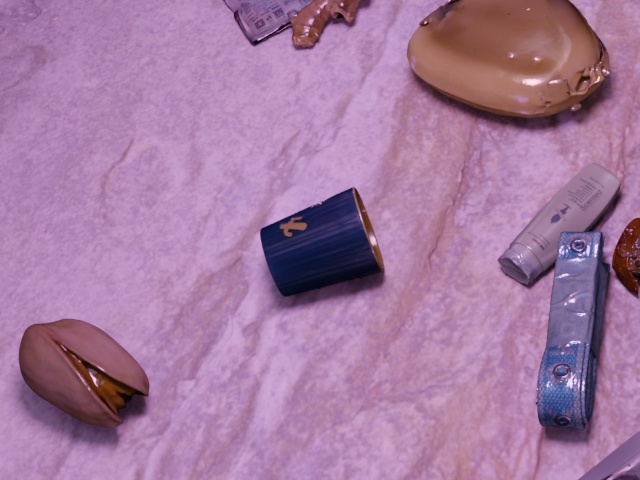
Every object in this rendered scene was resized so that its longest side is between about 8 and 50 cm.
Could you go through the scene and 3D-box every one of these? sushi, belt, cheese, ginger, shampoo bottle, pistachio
[{"bbox_3d":[0.448,0.016,1.730,0.055,0.052,0.120,10,54,40],"label":"sushi"},{"bbox_3d":[0.340,0.114,1.664,0.072,0.087,0.302,-1,53,24],"label":"belt"},{"bbox_3d":[0.316,-0.302,1.967,0.259,0.128,0.316,-48,50,-11],"label":"cheese"},{"bbox_3d":[0.064,-0.433,2.167,0.288,0.075,0.089,-34,49,-7],"label":"ginger"},{"bbox_3d":[0.347,-0.025,1.788,0.072,0.049,0.212,38,71,24],"label":"shampoo bottle"},{"bbox_3d":[-0.341,0.186,1.772,0.206,0.131,0.129,28,73,27],"label":"pistachio"}]

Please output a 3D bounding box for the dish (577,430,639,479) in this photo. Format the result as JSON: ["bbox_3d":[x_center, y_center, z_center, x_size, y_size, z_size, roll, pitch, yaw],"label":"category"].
[{"bbox_3d":[0.369,0.337,1.488,0.243,0.080,0.182,-34,52,-12],"label":"dish"}]

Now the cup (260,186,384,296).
[{"bbox_3d":[0.000,0.000,1.832,0.155,0.131,0.176,-20,21,5],"label":"cup"}]

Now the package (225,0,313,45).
[{"bbox_3d":[-0.080,-0.443,2.243,0.171,0.027,0.173,-28,51,-2],"label":"package"}]
